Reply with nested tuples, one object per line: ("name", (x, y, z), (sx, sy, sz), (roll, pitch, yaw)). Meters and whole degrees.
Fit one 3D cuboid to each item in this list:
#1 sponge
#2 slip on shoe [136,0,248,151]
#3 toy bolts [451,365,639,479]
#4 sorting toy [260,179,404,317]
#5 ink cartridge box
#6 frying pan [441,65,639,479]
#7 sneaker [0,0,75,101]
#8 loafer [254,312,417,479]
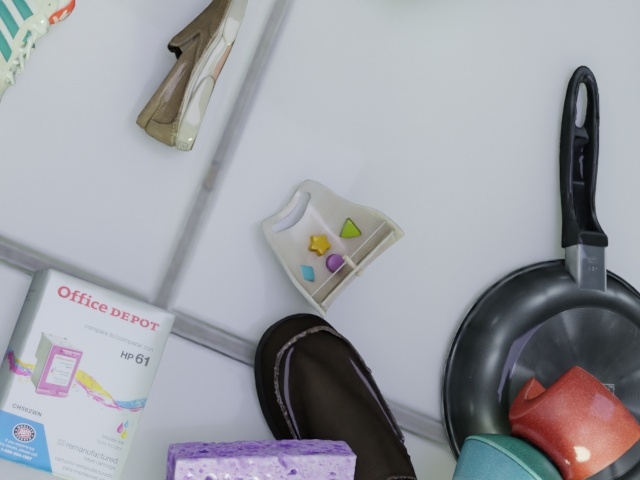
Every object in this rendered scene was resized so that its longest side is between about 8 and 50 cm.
("sponge", (-0.049, 0.228, 0.905), (0.117, 0.031, 0.210), (2, 106, -19))
("slip on shoe", (-0.082, -0.127, 0.949), (0.041, 0.051, 0.135), (21, 85, -6))
("toy bolts", (0.179, 0.206, 0.901), (0.228, 0.218, 0.158), (44, 72, 3))
("sorting toy", (0.000, 0.000, 0.974), (0.075, 0.045, 0.083), (47, 72, -4))
("ink cartridge box", (-0.156, 0.088, 0.902), (0.088, 0.052, 0.122), (21, 78, -18))
("frying pan", (0.211, 0.055, 1.047), (0.197, 0.053, 0.326), (30, 80, -17))
("sneaker", (-0.194, -0.137, 0.900), (0.075, 0.057, 0.161), (4, 82, -15))
("loafer", (0.031, 0.148, 0.952), (0.080, 0.078, 0.220), (-29, 97, -20))
